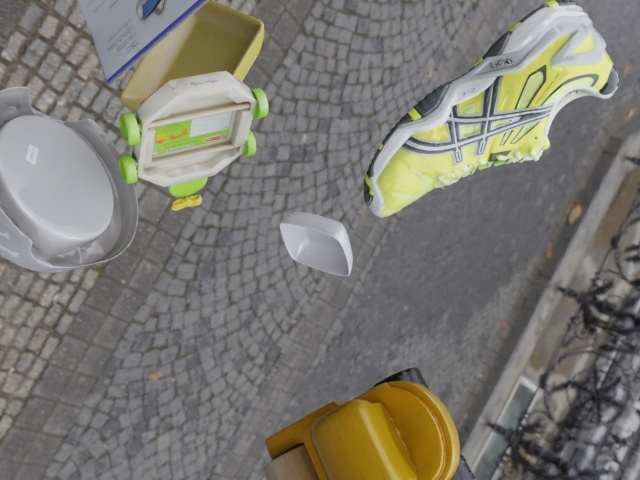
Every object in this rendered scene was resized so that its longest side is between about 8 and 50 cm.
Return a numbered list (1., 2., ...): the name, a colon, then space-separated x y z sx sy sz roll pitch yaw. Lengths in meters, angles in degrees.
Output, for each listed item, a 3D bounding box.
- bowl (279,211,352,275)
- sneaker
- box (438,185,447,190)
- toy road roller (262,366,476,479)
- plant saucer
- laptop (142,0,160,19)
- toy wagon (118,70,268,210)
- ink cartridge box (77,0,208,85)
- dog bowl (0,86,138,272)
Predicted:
1. bowl: 0.000 0.000 1.409 0.053 0.142 0.142 -59 153 -27
2. sneaker: 0.219 -0.148 0.973 0.384 0.147 0.145 -41 168 18
3. box: 0.197 -0.133 1.150 0.062 0.052 0.083 27 132 -20
4. toy road roller: 0.043 0.328 1.050 0.329 0.202 0.240 -33 157 17
5. plant saucer: -0.302 -0.414 1.765 0.333 0.333 0.081 -58 144 2
6. laptop: -0.334 -0.685 1.271 0.408 0.236 0.382 41 36 -64
7. toy wagon: -0.251 -0.179 1.381 0.267 0.068 0.344 -17 156 -26
8. ink cartridge box: -0.202 -0.375 0.798 0.072 0.303 0.307 -26 95 -44
9. dog bowl: -0.494 -0.099 1.302 0.102 0.349 0.349 -27 152 25
